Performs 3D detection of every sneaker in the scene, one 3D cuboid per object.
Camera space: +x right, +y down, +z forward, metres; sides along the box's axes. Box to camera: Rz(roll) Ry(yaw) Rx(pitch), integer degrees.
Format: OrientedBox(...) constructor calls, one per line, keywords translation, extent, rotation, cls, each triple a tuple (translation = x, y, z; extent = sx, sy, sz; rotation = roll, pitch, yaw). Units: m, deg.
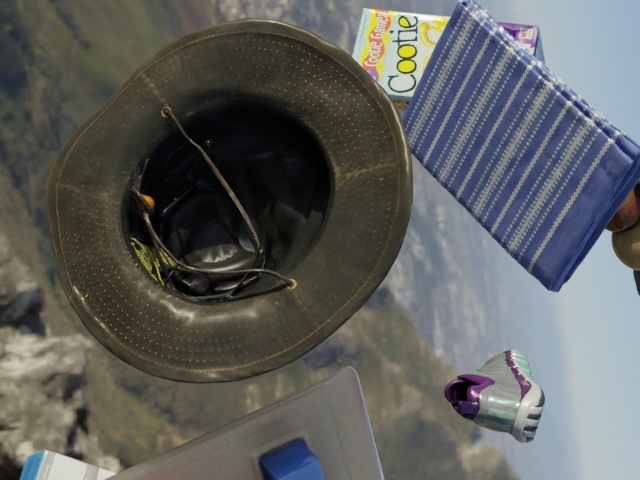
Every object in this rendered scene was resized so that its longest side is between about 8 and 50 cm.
OrientedBox(translation=(0.187, 0.164, 1.352), extent=(0.224, 0.098, 0.083), rotation=(-112, -144, -85), cls="sneaker")

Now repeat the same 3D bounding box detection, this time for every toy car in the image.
OrientedBox(translation=(0.430, -0.016, 1.568), extent=(0.188, 0.155, 0.149), rotation=(56, 35, -7), cls="toy car")

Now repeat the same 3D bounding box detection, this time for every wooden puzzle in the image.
OrientedBox(translation=(-0.062, 0.333, 1.166), extent=(0.080, 0.348, 0.322), rotation=(25, -45, 57), cls="wooden puzzle")

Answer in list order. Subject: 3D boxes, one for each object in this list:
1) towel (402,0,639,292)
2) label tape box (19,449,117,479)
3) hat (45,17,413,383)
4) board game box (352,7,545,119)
OrientedBox(translation=(0.248, -0.123, 1.523), extent=(0.336, 0.040, 0.243), rotation=(49, -46, 28), cls="towel")
OrientedBox(translation=(-0.298, 0.473, 1.715), extent=(0.106, 0.333, 0.241), rotation=(-30, -139, 55), cls="label tape box")
OrientedBox(translation=(-0.072, -0.024, 1.072), extent=(0.134, 0.331, 0.331), rotation=(60, 23, -74), cls="hat")
OrientedBox(translation=(0.197, -0.257, 1.839), extent=(0.144, 0.275, 0.142), rotation=(48, 53, -69), cls="board game box")
